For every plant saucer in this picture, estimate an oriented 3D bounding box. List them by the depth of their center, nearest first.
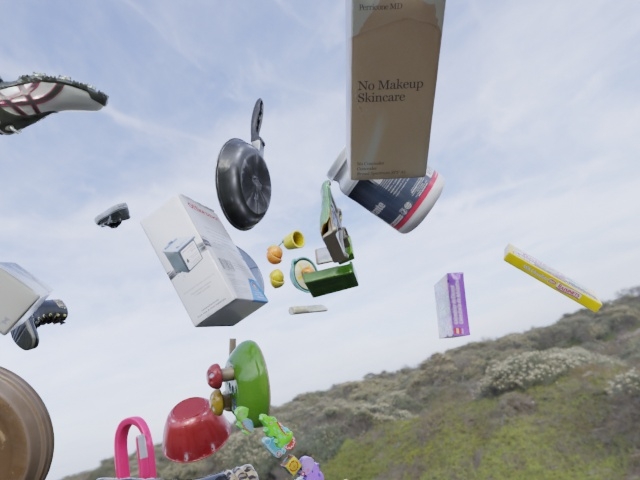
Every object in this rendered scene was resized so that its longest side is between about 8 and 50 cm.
[{"bbox_3d":[-0.571,0.330,0.741,0.278,0.277,0.041,-14,2,-6],"label":"plant saucer"}]

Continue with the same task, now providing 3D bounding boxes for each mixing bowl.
[{"bbox_3d":[-0.333,0.478,1.236,0.182,0.098,0.181,-6,19,2],"label":"mixing bowl"}]

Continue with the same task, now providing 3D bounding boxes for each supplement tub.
[{"bbox_3d":[0.172,-0.162,1.254,0.191,0.272,0.191,-55,1,1],"label":"supplement tub"}]

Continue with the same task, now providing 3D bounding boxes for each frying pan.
[{"bbox_3d":[-0.139,-0.160,1.041,0.053,0.326,0.197,-2,-51,22],"label":"frying pan"}]

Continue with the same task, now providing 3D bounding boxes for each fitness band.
[{"bbox_3d":[-0.642,0.758,1.622,0.054,0.290,0.209,7,-27,-45],"label":"fitness band"}]

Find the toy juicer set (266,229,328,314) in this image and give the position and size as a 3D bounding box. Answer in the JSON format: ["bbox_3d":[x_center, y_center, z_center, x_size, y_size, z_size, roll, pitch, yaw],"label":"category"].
[{"bbox_3d":[-0.078,0.138,1.676,0.089,0.329,0.209,-21,4,40],"label":"toy juicer set"}]

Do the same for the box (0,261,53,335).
[{"bbox_3d":[-0.634,0.110,0.962,0.094,0.113,0.275,-53,19,-18],"label":"box"}]

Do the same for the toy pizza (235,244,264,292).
[{"bbox_3d":[-0.215,0.083,1.031,0.201,0.201,0.032,2,-37,-43],"label":"toy pizza"}]

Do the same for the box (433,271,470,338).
[{"bbox_3d":[0.444,0.230,1.612,0.057,0.200,0.293,-4,-14,4],"label":"box"}]

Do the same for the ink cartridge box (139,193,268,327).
[{"bbox_3d":[-0.180,0.037,0.749,0.082,0.190,0.139,-36,-16,5],"label":"ink cartridge box"}]

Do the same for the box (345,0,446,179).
[{"bbox_3d":[0.115,-0.267,0.802,0.148,0.121,0.311,-3,-51,1],"label":"box"}]

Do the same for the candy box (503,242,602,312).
[{"bbox_3d":[0.493,0.076,1.014,0.027,0.206,0.105,-62,-13,17],"label":"candy box"}]

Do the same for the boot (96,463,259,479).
[{"bbox_3d":[-0.205,0.524,0.726,0.284,0.377,0.138,1,-62,-26],"label":"boot"}]

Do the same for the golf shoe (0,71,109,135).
[{"bbox_3d":[-0.531,-0.244,0.850,0.273,0.120,0.105,-1,7,-28],"label":"golf shoe"}]

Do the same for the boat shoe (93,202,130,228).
[{"bbox_3d":[-0.478,-0.048,1.081,0.142,0.040,0.049,-19,5,46],"label":"boat shoe"}]

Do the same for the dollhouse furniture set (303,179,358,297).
[{"bbox_3d":[0.000,0.000,1.389,0.151,0.197,0.301,-13,-38,9],"label":"dollhouse furniture set"}]

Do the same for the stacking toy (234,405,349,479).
[{"bbox_3d":[-0.043,0.353,0.776,0.052,0.221,0.167,-44,7,-30],"label":"stacking toy"}]

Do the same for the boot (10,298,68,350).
[{"bbox_3d":[-0.897,0.258,1.519,0.179,0.236,0.085,16,-70,-56],"label":"boot"}]

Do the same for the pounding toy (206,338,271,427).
[{"bbox_3d":[-0.198,0.308,1.009,0.110,0.182,0.237,-2,-4,-27],"label":"pounding toy"}]
